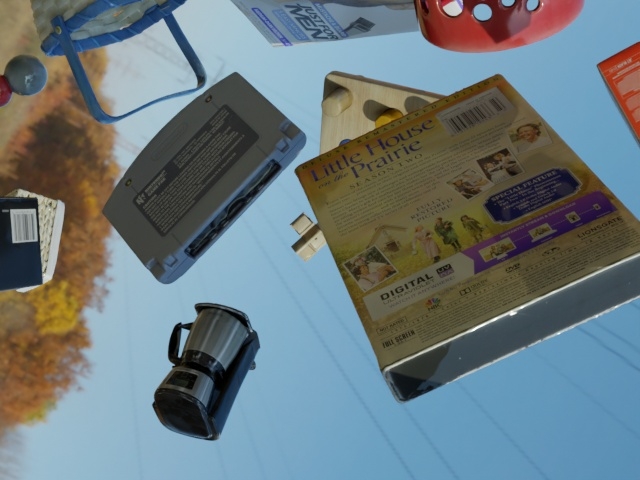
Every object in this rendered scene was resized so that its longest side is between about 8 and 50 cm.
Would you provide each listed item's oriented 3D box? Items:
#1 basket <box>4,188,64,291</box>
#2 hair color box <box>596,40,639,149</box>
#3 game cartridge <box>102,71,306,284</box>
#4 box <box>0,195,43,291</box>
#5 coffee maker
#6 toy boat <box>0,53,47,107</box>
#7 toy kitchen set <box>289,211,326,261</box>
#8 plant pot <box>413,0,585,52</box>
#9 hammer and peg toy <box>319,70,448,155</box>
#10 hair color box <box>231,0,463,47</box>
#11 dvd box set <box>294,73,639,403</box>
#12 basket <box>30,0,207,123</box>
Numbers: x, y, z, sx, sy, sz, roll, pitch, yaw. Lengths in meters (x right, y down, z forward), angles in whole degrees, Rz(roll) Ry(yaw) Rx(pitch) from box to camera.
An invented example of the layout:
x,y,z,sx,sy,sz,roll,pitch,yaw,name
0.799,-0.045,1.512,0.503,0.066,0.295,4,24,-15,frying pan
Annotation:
x,y,z,sx,sy,sz,roll,pitch,yaw,name
-0.567,-0.003,1.868,0.113,0.103,0.167,-22,-125,41,basket
0.290,-0.092,0.839,0.043,0.072,0.141,-28,-113,16,hair color box
-0.177,-0.099,1.435,0.294,0.060,0.196,-45,-121,2,game cartridge
-0.418,0.012,0.946,0.261,0.184,0.103,-8,96,-74,box
-0.165,0.214,1.510,0.120,0.171,0.178,-8,-137,36,coffee maker
-0.541,-0.343,1.498,0.148,0.318,0.267,-31,-142,-16,toy boat
0.000,0.000,1.486,0.083,0.068,0.075,-42,-134,3,toy kitchen set
0.187,-0.325,1.085,0.191,0.174,0.191,-12,-147,8,plant pot
0.106,-0.091,1.655,0.127,0.266,0.361,-45,146,-52,hammer and peg toy
0.039,-0.385,1.437,0.338,0.185,0.110,-2,-112,28,hair color box
0.157,-0.026,1.143,0.307,0.062,0.420,-25,-144,0,dvd box set
-0.328,-0.345,1.584,0.201,0.289,0.255,-18,-169,38,basket
